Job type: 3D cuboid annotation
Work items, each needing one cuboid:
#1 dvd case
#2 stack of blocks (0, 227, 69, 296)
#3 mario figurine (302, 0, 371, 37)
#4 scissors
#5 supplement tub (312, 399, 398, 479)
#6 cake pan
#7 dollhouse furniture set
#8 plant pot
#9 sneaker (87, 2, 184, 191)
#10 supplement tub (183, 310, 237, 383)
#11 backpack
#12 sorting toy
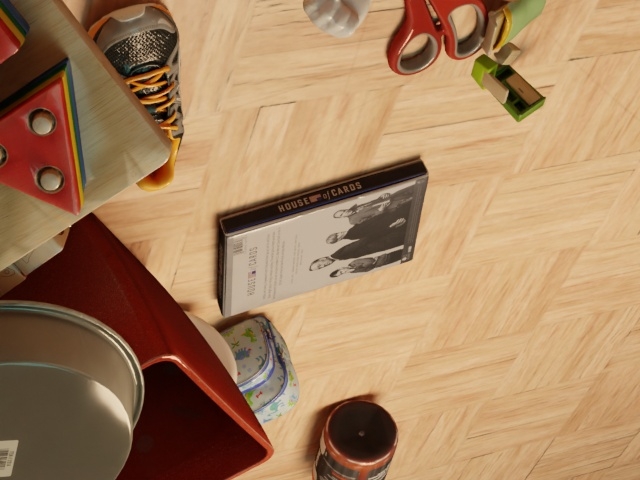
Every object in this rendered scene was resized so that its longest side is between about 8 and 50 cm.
[{"bbox_3d":[0.000,0.000,1.845,0.238,0.030,0.179,-16,150,-14],"label":"dvd case"},{"bbox_3d":[-0.381,0.007,1.419,0.297,0.087,0.171,-33,113,16],"label":"stack of blocks"},{"bbox_3d":[0.107,-0.250,1.361,0.320,0.170,0.198,-3,111,-47],"label":"mario figurine"},{"bbox_3d":[0.098,-0.246,1.530,0.109,0.021,0.297,-22,150,-1],"label":"scissors"},{"bbox_3d":[0.044,0.312,2.313,0.106,0.106,0.198,-14,149,-18],"label":"supplement tub"},{"bbox_3d":[-0.291,0.171,1.429,0.293,0.054,0.293,-13,137,-12],"label":"cake pan"},{"bbox_3d":[0.201,-0.184,1.647,0.076,0.058,0.152,-35,159,-21],"label":"dollhouse furniture set"},{"bbox_3d":[-0.244,0.133,1.652,0.267,0.236,0.267,-28,146,6],"label":"plant pot"},{"bbox_3d":[-0.155,-0.128,1.463,0.084,0.083,0.215,-17,149,-11],"label":"sneaker"},{"bbox_3d":[-0.196,0.187,1.883,0.144,0.144,0.200,-1,143,-36],"label":"supplement tub"},{"bbox_3d":[-0.086,0.157,1.949,0.105,0.114,0.084,-28,151,7],"label":"backpack"},{"bbox_3d":[-0.293,-0.086,1.273,0.257,0.089,0.255,-32,111,13],"label":"sorting toy"}]
